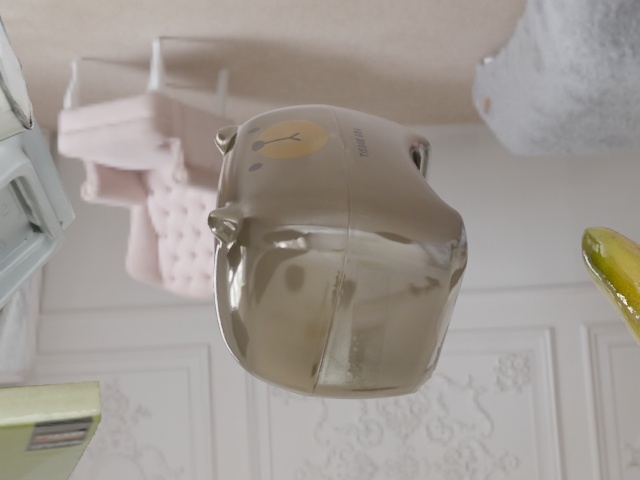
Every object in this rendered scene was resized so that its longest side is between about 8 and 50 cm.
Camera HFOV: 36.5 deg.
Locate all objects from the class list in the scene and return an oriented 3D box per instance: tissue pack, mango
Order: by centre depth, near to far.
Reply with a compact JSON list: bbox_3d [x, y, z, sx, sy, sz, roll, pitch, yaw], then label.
[{"bbox_3d":[0.000,0.000,1.152,0.276,0.267,0.387,6,-152,-6],"label":"tissue pack"},{"bbox_3d":[0.437,0.099,1.175,0.119,0.317,0.176,-47,175,21],"label":"mango"}]

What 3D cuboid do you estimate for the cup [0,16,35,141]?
[{"bbox_3d":[-0.326,-0.083,0.572,0.279,0.196,0.196,-20,174,-8],"label":"cup"}]

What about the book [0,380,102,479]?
[{"bbox_3d":[-0.309,0.190,0.690,0.239,0.035,0.352,0,149,-27],"label":"book"}]

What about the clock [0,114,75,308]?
[{"bbox_3d":[-0.360,-0.015,0.990,0.231,0.116,0.262,-45,163,-21],"label":"clock"}]
